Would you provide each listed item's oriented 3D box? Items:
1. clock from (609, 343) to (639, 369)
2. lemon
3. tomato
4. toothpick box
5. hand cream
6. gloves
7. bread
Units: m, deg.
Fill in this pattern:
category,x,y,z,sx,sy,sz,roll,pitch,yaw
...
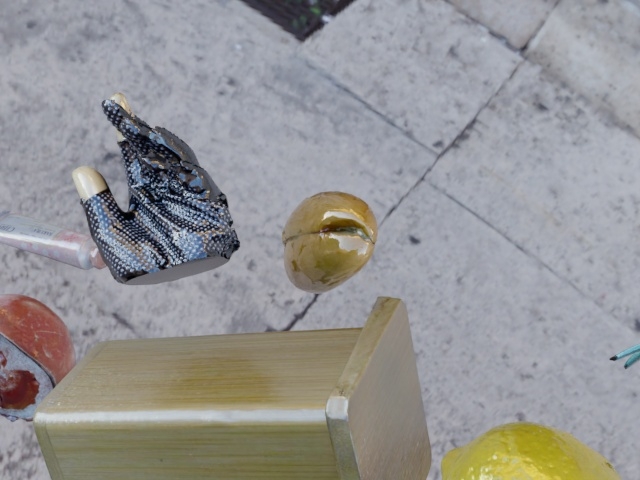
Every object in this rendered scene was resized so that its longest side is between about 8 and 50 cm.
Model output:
category,x,y,z,sx,sy,sz,roll,pitch,yaw
clock,0.272,0.091,0.630,0.135,0.041,0.101,17,-3,32
lemon,0.289,0.379,1.211,0.310,0.253,0.253,40,49,17
tomato,-0.500,0.176,1.532,0.214,0.181,0.155,50,35,-16
toothpick box,-0.077,0.178,0.842,0.308,0.187,0.190,-4,24,19
hand cream,-0.363,-0.003,1.213,0.210,0.043,0.067,15,37,26
gloves,-0.158,-0.055,0.879,0.106,0.129,0.180,-2,74,-46
bread,0.000,0.000,1.034,0.078,0.189,0.114,19,76,-15
